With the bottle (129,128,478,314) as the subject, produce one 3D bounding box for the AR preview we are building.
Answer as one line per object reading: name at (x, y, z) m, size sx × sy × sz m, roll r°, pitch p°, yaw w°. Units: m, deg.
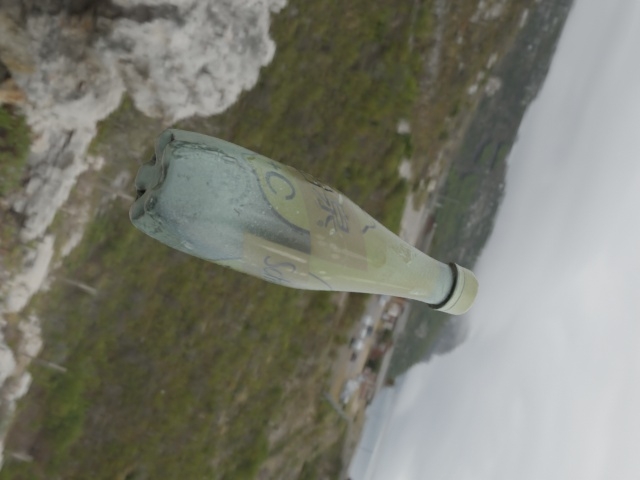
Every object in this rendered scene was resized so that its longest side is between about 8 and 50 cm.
bottle at (0.000, 0.000, 0.670) m, size 0.083 × 0.270 × 0.083 m, roll -47°, pitch -148°, yaw 41°
